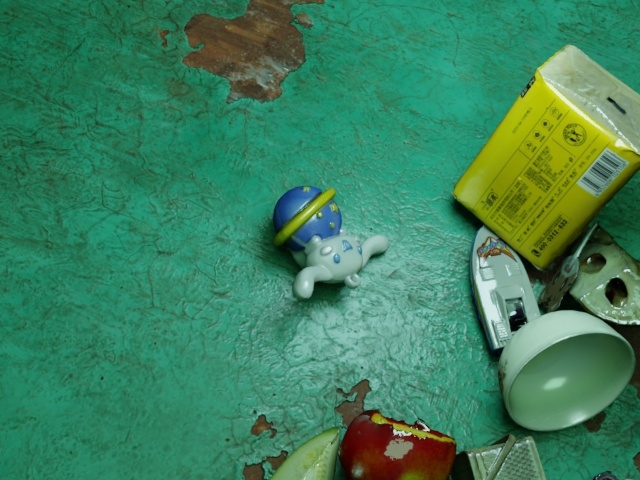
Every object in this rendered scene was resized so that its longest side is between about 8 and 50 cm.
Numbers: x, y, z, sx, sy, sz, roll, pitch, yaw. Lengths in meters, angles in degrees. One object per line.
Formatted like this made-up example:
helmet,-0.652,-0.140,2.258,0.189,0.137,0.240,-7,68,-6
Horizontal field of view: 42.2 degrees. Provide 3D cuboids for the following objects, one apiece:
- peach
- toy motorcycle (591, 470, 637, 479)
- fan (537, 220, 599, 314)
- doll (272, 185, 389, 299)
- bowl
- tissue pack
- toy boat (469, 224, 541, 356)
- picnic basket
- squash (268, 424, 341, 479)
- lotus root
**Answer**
peach,0.152,0.409,1.602,0.226,0.190,0.196,-26,54,-7
toy motorcycle,0.649,0.540,1.672,0.215,0.080,0.122,12,65,-7
fan,0.539,0.055,1.789,0.008,0.152,0.226,29,99,-2
doll,-0.022,0.015,1.766,0.242,0.159,0.311,54,38,-11
bowl,0.482,0.248,1.699,0.277,0.277,0.145,-10,36,-12
tissue pack,0.512,-0.173,1.786,0.293,0.382,0.228,41,46,11
toy boat,0.397,0.099,1.826,0.129,0.088,0.295,-7,68,-11
picnic basket,0.354,0.519,1.593,0.139,0.165,0.266,-9,69,-12
squash,-0.058,0.458,1.597,0.169,0.093,0.252,35,57,-42
lotus root,0.634,0.100,1.794,0.210,0.314,0.142,45,110,2
